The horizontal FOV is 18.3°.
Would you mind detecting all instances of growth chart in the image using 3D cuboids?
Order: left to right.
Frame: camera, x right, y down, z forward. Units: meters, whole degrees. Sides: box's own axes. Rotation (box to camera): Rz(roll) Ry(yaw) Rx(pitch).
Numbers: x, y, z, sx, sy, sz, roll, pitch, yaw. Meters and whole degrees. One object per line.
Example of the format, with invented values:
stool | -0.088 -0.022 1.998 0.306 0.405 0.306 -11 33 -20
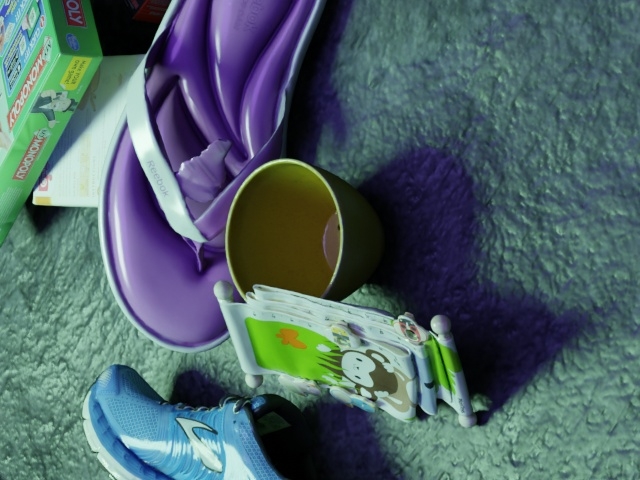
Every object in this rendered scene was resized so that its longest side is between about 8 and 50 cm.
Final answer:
growth chart | 0.021 0.096 1.632 0.237 0.172 0.021 9 55 29

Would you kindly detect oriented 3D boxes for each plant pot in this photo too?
plant pot | 0.000 0.000 1.684 0.134 0.095 0.134 -2 87 42

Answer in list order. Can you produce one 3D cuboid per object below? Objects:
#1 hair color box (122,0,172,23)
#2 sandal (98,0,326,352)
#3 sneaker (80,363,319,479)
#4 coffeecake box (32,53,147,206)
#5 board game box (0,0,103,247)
hair color box | -0.138 -0.277 1.853 0.141 0.043 0.072 -49 58 28
sandal | -0.100 -0.103 1.725 0.169 0.102 0.416 12 97 1
sneaker | -0.079 0.191 1.749 0.330 0.130 0.147 33 93 37
coffeecake box | -0.185 -0.101 1.871 0.185 0.068 0.142 3 90 42
board game box | -0.301 -0.161 1.913 0.317 0.046 0.213 -53 45 46
